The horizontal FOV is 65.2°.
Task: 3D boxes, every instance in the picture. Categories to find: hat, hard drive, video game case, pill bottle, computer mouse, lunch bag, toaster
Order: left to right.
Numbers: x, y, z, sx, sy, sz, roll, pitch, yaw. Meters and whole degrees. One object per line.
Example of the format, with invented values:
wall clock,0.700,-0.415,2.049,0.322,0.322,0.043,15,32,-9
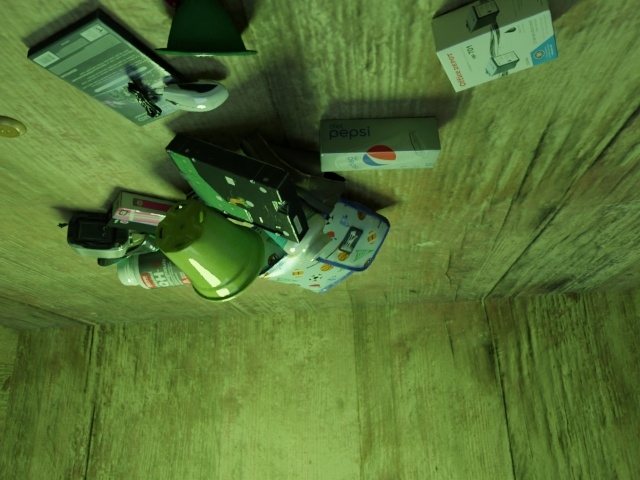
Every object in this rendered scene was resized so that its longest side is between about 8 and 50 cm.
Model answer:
toaster,-0.755,-0.011,1.696,0.227,0.129,0.146,2,162,-17
video game case,-0.399,-0.330,1.009,0.196,0.026,0.274,-12,159,26
pill bottle,-0.605,0.094,1.928,0.319,0.176,0.176,-7,160,12
computer mouse,-0.286,-0.291,1.031,0.193,0.042,0.106,-3,159,2
hat,-0.198,-0.405,0.828,0.173,0.183,0.208,3,-158,5
hard drive,-0.202,-0.129,1.250,0.339,0.064,0.237,21,155,24
pill bottle,-0.089,-0.060,1.417,0.146,0.264,0.146,-45,175,-5
lunch bag,0.000,0.000,1.678,0.385,0.239,0.328,-36,144,30

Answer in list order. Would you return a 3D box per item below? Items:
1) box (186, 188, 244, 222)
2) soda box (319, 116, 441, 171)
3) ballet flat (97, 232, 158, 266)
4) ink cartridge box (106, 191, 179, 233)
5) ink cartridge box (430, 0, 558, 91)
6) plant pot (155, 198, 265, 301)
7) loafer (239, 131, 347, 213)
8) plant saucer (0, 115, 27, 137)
box,-0.274,-0.126,1.543,0.220,0.051,0.175,16,153,-41
soda box,0.141,-0.234,1.225,0.286,0.098,0.091,-1,160,-1
ballet flat,-0.727,0.018,1.848,0.280,0.095,0.096,-18,147,12
ink cartridge box,-0.497,-0.070,1.664,0.371,0.069,0.176,9,157,-33
ink cartridge box,0.315,-0.366,0.908,0.191,0.082,0.140,-15,157,27
plant pot,-0.349,0.014,1.519,0.276,0.276,0.254,-10,148,21
loafer,-0.061,-0.197,1.315,0.130,0.134,0.366,-49,142,11
plant saucer,-0.735,-0.262,1.170,0.083,0.015,0.083,-2,160,-1
